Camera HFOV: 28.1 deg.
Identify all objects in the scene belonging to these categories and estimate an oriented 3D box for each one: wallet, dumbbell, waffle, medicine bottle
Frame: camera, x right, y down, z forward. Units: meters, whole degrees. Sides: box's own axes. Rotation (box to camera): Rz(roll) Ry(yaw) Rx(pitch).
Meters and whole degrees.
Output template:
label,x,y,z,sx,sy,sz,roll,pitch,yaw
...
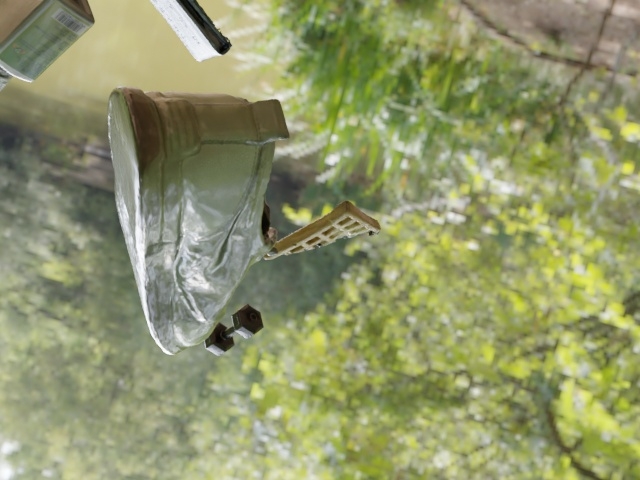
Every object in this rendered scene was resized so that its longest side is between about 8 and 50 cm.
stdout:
label,x,y,z,sx,sy,sz,roll,pitch,yaw
wallet,-0.220,-0.354,1.856,0.222,0.036,0.167,53,169,-15
dumbbell,-0.105,0.108,1.537,0.040,0.036,0.083,35,135,-24
waffle,0.000,0.000,1.784,0.152,0.023,0.097,-29,149,18
medicine bottle,-0.407,-0.287,1.723,0.088,0.188,0.132,31,-155,-49

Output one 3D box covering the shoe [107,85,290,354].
label,x,y,z,sx,sy,sz,roll,pitch,yaw
shoe,-0.079,-0.009,0.828,0.098,0.103,0.275,-10,157,-11
